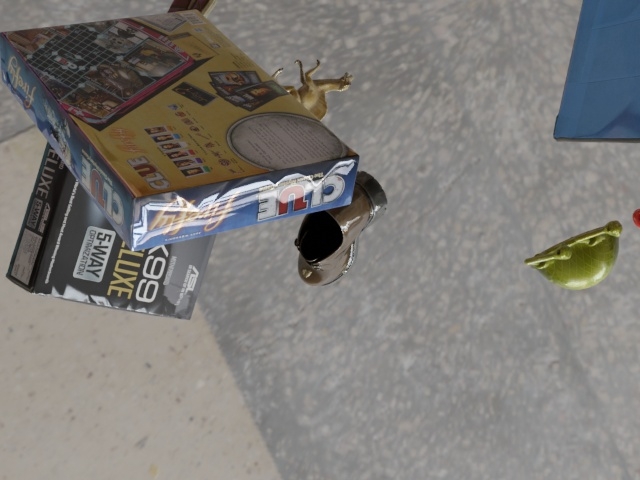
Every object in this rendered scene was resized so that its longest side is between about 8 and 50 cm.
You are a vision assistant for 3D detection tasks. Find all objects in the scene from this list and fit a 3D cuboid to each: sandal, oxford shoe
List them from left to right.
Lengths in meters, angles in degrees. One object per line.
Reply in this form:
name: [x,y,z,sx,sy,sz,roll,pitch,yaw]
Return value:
sandal: [-0.197,-0.273,1.504,0.072,0.049,0.180,39,86,28]
oxford shoe: [0.000,0.000,1.389,0.083,0.096,0.227,47,150,14]

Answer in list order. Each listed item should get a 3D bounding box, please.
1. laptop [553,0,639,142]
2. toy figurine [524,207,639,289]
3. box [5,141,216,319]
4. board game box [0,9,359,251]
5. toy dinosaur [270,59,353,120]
laptop: [0.238,-0.320,1.053,0.236,0.382,0.408,-45,100,-3]
toy figurine: [0.463,0.047,1.392,0.363,0.191,0.217,-26,85,18]
box: [-0.231,-0.067,1.397,0.076,0.242,0.307,20,93,46]
board game box: [-0.108,-0.089,0.792,0.165,0.243,0.042,-13,130,-30]
toy dinosaur: [-0.038,-0.199,1.595,0.183,0.053,0.092,-40,87,-2]
